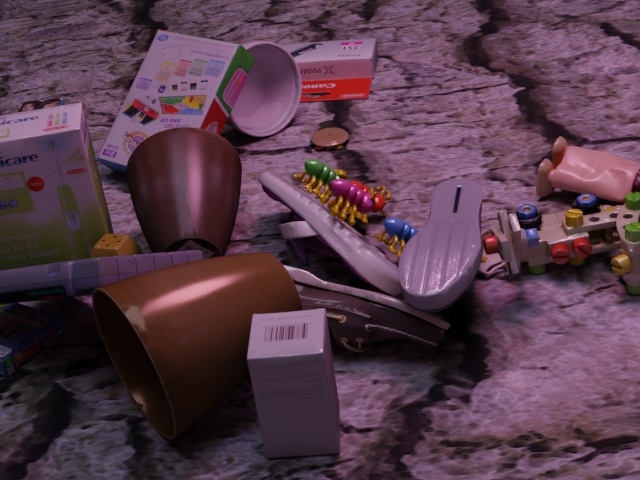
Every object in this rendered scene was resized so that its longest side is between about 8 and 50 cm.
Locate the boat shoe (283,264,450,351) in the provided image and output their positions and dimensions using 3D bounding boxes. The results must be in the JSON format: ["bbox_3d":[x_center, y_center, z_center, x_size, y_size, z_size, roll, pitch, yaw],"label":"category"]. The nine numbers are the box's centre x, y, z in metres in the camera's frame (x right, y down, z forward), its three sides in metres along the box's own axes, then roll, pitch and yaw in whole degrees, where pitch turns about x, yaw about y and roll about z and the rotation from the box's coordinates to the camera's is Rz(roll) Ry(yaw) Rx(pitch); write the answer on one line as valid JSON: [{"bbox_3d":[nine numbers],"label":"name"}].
[{"bbox_3d":[0.039,0.119,1.679,0.324,0.116,0.097,15,81,20],"label":"boat shoe"}]

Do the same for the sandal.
[{"bbox_3d":[-0.010,-0.007,1.882,0.102,0.169,0.416,-54,39,3],"label":"sandal"}]

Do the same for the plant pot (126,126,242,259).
[{"bbox_3d":[-0.238,-0.048,1.937,0.215,0.215,0.230,-9,45,-2],"label":"plant pot"}]

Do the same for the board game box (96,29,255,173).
[{"bbox_3d":[-0.303,-0.273,2.252,0.242,0.064,0.317,18,78,35],"label":"board game box"}]

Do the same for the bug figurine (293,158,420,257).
[{"bbox_3d":[0.075,-0.065,1.888,0.216,0.072,0.279,28,9,-29],"label":"bug figurine"}]

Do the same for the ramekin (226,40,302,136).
[{"bbox_3d":[-0.154,-0.335,2.372,0.207,0.207,0.109,-29,28,-31],"label":"ramekin"}]

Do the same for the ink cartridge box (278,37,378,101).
[{"bbox_3d":[-0.009,-0.407,2.590,0.275,0.060,0.239,-2,30,9],"label":"ink cartridge box"}]

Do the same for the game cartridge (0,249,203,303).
[{"bbox_3d":[-0.389,0.063,1.729,0.355,0.068,0.230,-7,2,38],"label":"game cartridge"}]

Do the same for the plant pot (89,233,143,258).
[{"bbox_3d":[-0.362,0.035,1.917,0.081,0.083,0.081,4,33,17],"label":"plant pot"}]

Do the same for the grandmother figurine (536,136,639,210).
[{"bbox_3d":[0.571,-0.100,1.929,0.342,0.104,0.208,20,68,33],"label":"grandmother figurine"}]

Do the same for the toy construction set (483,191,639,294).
[{"bbox_3d":[0.414,0.007,1.746,0.327,0.151,0.215,2,31,-6],"label":"toy construction set"}]

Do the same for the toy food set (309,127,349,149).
[{"bbox_3d":[0.019,-0.216,2.305,0.083,0.020,0.082,3,33,17],"label":"toy food set"}]

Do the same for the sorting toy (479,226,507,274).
[{"bbox_3d":[0.275,0.028,1.831,0.083,0.045,0.075,-28,45,-21],"label":"sorting toy"}]

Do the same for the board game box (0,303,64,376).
[{"bbox_3d":[-0.550,0.153,1.811,0.201,0.035,0.136,13,37,31],"label":"board game box"}]

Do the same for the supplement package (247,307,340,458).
[{"bbox_3d":[-0.034,0.197,1.484,0.105,0.179,0.105,-5,31,4],"label":"supplement package"}]

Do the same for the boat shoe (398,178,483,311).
[{"bbox_3d":[0.206,0.028,1.703,0.121,0.119,0.335,4,32,19],"label":"boat shoe"}]

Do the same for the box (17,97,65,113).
[{"bbox_3d":[-0.648,-0.244,2.461,0.100,0.060,0.244,-6,31,3],"label":"box"}]

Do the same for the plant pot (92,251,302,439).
[{"bbox_3d":[-0.161,0.122,1.565,0.254,0.237,0.237,-27,36,-23],"label":"plant pot"}]

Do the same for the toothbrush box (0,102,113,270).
[{"bbox_3d":[-0.501,-0.084,1.951,0.206,0.283,0.122,-10,31,-5],"label":"toothbrush box"}]
